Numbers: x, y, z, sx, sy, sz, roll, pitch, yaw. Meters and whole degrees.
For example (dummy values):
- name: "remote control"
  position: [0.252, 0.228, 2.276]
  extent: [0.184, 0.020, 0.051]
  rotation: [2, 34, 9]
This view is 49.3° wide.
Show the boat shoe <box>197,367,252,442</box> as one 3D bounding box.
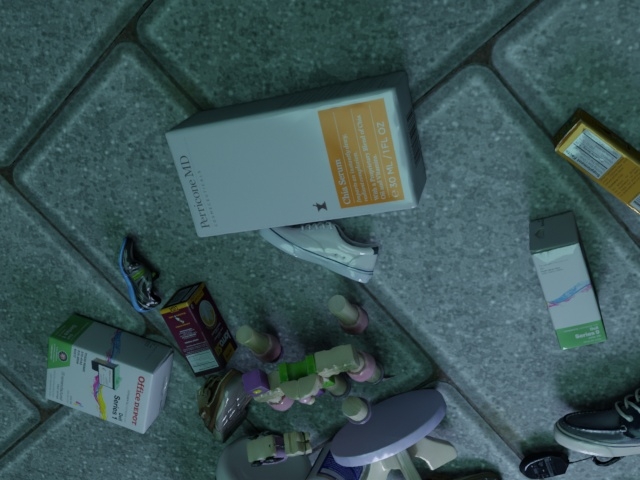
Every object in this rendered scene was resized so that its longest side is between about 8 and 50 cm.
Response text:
- name: "boat shoe"
  position: [-0.238, 0.376, 1.630]
  extent: [0.116, 0.123, 0.324]
  rotation: [39, 145, 13]

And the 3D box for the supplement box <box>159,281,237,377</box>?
- name: "supplement box"
  position: [-0.280, 0.207, 1.619]
  extent: [0.080, 0.104, 0.188]
  rotation: [-18, 109, 21]

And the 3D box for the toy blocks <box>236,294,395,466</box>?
- name: "toy blocks"
  position: [-0.001, 0.323, 1.519]
  extent: [0.288, 0.309, 0.260]
  rotation: [-19, 150, 14]

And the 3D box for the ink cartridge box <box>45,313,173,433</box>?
- name: "ink cartridge box"
  position: [-0.527, 0.332, 1.735]
  extent: [0.278, 0.117, 0.202]
  rotation: [18, 117, 6]

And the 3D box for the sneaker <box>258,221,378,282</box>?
- name: "sneaker"
  position: [0.000, 0.000, 1.468]
  extent: [0.258, 0.094, 0.091]
  rotation: [21, 100, 0]

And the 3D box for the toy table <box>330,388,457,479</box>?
- name: "toy table"
  position: [0.174, 0.468, 1.550]
  extent: [0.274, 0.252, 0.161]
  rotation: [-22, 106, 1]

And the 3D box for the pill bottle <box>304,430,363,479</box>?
- name: "pill bottle"
  position: [0.039, 0.538, 1.631]
  extent: [0.111, 0.187, 0.112]
  rotation: [11, 121, 19]

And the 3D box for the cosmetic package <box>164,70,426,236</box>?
- name: "cosmetic package"
  position: [-0.042, -0.163, 1.353]
  extent: [0.452, 0.161, 0.230]
  rotation: [-8, 112, 19]

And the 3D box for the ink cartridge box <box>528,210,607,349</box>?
- name: "ink cartridge box"
  position: [0.468, 0.073, 1.325]
  extent: [0.093, 0.154, 0.213]
  rotation: [-17, 108, 22]

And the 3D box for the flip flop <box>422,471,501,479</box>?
- name: "flip flop"
  position: [0.296, 0.600, 1.665]
  extent: [0.276, 0.080, 0.112]
  rotation: [-14, 105, 5]

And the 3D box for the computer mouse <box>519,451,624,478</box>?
- name: "computer mouse"
  position: [0.564, 0.483, 1.559]
  extent: [0.241, 0.041, 0.071]
  rotation: [-16, 118, 14]

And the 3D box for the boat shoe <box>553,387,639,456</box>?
- name: "boat shoe"
  position: [0.657, 0.346, 1.430]
  extent: [0.340, 0.127, 0.158]
  rotation: [-2, 107, 7]

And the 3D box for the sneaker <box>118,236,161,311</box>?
- name: "sneaker"
  position: [-0.421, 0.075, 1.628]
  extent: [0.078, 0.067, 0.188]
  rotation: [-15, 109, -2]

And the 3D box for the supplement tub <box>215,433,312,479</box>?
- name: "supplement tub"
  position: [-0.151, 0.672, 1.723]
  extent: [0.235, 0.235, 0.325]
  rotation: [13, 117, 9]

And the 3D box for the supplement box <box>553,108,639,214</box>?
- name: "supplement box"
  position: [0.534, -0.134, 1.257]
  extent: [0.233, 0.078, 0.080]
  rotation: [38, 121, -3]
